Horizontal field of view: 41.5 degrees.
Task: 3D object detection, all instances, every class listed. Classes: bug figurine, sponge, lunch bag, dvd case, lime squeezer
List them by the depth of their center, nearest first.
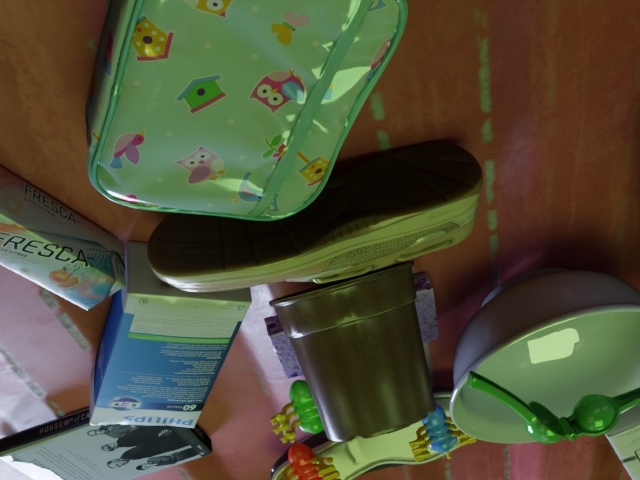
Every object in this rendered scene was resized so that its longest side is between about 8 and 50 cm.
[{"bbox_3d":[-0.063,-0.140,0.689,0.224,0.108,0.279,8,135,-24],"label":"lunch bag"},{"bbox_3d":[0.313,0.193,1.031,0.310,0.059,0.110,-1,107,-14],"label":"lime squeezer"},{"bbox_3d":[0.043,0.111,1.070,0.210,0.031,0.117,-16,141,2],"label":"sponge"},{"bbox_3d":[0.058,0.250,1.138,0.279,0.072,0.216,-17,125,3],"label":"bug figurine"},{"bbox_3d":[-0.295,0.288,1.182,0.239,0.029,0.179,-19,140,7],"label":"dvd case"}]

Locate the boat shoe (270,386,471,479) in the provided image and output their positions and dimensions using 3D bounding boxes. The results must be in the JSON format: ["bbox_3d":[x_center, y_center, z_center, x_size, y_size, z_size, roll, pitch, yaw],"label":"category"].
[{"bbox_3d":[0.077,0.290,1.257,0.335,0.095,0.112,-25,103,8],"label":"boat shoe"}]

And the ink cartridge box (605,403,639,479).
[{"bbox_3d":[0.452,0.248,1.251,0.086,0.148,0.203,-27,139,13],"label":"ink cartridge box"}]

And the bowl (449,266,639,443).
[{"bbox_3d":[0.292,0.129,1.080,0.298,0.134,0.298,-8,139,-7],"label":"bowl"}]

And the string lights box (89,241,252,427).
[{"bbox_3d":[-0.182,0.119,0.981,0.133,0.077,0.259,7,136,-22],"label":"string lights box"}]

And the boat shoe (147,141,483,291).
[{"bbox_3d":[0.000,0.000,0.859,0.341,0.121,0.110,-12,139,-3],"label":"boat shoe"}]

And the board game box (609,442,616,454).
[{"bbox_3d":[0.651,0.258,1.398,0.213,0.046,0.317,6,136,-20],"label":"board game box"}]

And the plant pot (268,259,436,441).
[{"bbox_3d":[0.046,0.122,0.927,0.167,0.165,0.167,-17,178,-1],"label":"plant pot"}]

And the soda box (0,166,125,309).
[{"bbox_3d":[-0.275,-0.003,0.823,0.058,0.063,0.183,-32,137,21],"label":"soda box"}]
